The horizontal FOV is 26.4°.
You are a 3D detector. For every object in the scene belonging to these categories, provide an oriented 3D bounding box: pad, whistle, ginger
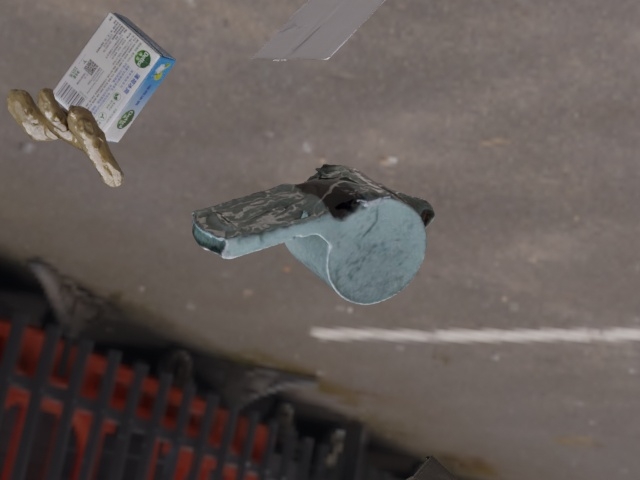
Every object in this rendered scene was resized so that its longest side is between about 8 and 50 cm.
[{"bbox_3d":[0.019,-0.315,1.881,0.156,0.232,0.004,7,136,43],"label":"pad"},{"bbox_3d":[-0.002,-0.029,2.191,0.405,0.188,0.168,16,-167,-34],"label":"whistle"},{"bbox_3d":[-0.409,-0.187,2.147,0.258,0.065,0.149,36,154,25],"label":"ginger"}]

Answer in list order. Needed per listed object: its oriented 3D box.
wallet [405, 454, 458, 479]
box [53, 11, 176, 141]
[{"bbox_3d":[0.182,0.434,2.082,0.169,0.044,0.317,40,-163,9],"label":"wallet"},{"bbox_3d":[-0.378,-0.298,2.491,0.139,0.194,0.073,42,-168,16],"label":"box"}]
